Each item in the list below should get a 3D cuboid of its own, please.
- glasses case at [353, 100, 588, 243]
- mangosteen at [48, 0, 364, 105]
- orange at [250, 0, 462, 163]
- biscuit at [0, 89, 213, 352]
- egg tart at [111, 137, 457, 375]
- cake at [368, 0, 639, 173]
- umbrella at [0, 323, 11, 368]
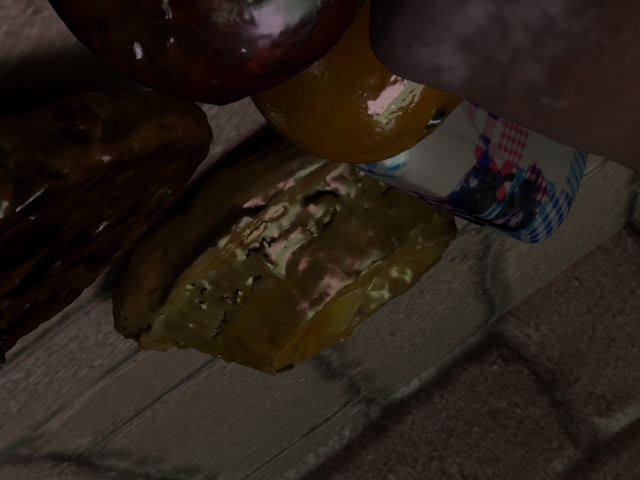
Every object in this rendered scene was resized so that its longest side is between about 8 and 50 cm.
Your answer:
[{"bbox_3d":[0.110,-0.081,1.403,0.327,0.076,0.125,20,86,-58],"label":"glasses case"},{"bbox_3d":[-0.028,-0.139,0.801,0.181,0.146,0.156,-28,164,-35],"label":"mangosteen"},{"bbox_3d":[0.031,-0.114,1.136,0.156,0.124,0.156,-31,169,-7],"label":"orange"},{"bbox_3d":[-0.204,0.011,1.078,0.289,0.081,0.334,-42,171,30],"label":"biscuit"},{"bbox_3d":[-0.003,0.001,1.516,0.341,0.129,0.341,-34,167,-9],"label":"egg tart"},{"bbox_3d":[0.187,-0.190,0.795,0.309,0.237,0.230,-66,-172,-30],"label":"cake"},{"bbox_3d":[-0.186,0.058,1.083,0.031,0.020,0.083,-39,168,-3],"label":"umbrella"}]
